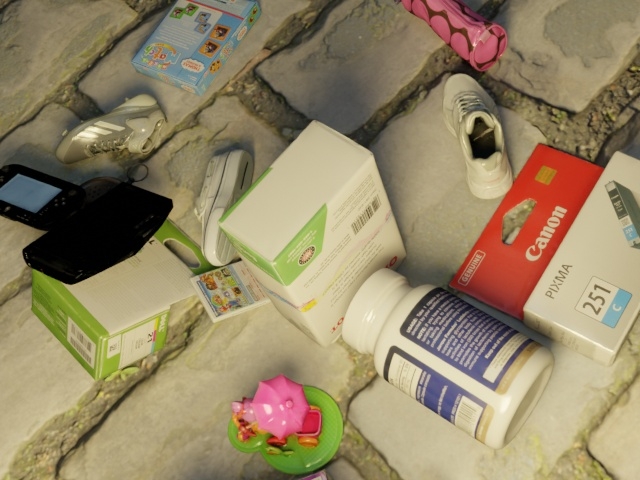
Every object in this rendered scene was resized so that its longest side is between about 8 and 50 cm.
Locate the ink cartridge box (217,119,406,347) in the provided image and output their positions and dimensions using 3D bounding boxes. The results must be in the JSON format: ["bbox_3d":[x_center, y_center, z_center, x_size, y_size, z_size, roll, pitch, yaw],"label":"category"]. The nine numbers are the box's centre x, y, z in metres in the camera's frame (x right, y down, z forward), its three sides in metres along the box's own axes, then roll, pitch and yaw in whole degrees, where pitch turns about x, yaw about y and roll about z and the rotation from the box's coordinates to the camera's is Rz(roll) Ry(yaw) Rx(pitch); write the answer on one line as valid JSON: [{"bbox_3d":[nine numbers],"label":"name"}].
[{"bbox_3d":[0.000,0.000,1.242,0.117,0.278,0.201,34,74,30],"label":"ink cartridge box"}]

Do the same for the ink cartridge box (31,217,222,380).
[{"bbox_3d":[-0.296,0.083,1.382,0.255,0.097,0.189,-24,52,-41],"label":"ink cartridge box"}]

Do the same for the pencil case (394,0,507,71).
[{"bbox_3d":[0.226,-0.384,1.496,0.095,0.098,0.209,-38,61,-8],"label":"pencil case"}]

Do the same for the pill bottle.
[{"bbox_3d":[0.169,0.153,1.190,0.264,0.153,0.153,31,73,25],"label":"pill bottle"}]

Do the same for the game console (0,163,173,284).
[{"bbox_3d":[-0.423,-0.043,1.388,0.361,0.044,0.213,18,42,29],"label":"game console"}]

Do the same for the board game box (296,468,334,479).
[{"bbox_3d":[-0.089,0.421,1.113,0.275,0.144,0.142,-21,60,2],"label":"board game box"}]

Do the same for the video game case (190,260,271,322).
[{"bbox_3d":[-0.130,0.074,1.358,0.122,0.011,0.087,-18,57,-25],"label":"video game case"}]

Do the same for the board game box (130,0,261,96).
[{"bbox_3d":[-0.234,-0.382,1.638,0.160,0.039,0.211,24,70,24],"label":"board game box"}]

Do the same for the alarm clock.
[{"bbox_3d":[-0.361,-0.061,1.486,0.129,0.064,0.192,28,69,25],"label":"alarm clock"}]

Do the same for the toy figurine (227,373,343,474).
[{"bbox_3d":[-0.068,0.238,1.197,0.173,0.159,0.130,-1,62,14],"label":"toy figurine"}]

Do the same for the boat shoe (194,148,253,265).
[{"bbox_3d":[-0.167,-0.051,1.432,0.075,0.083,0.226,-6,49,22],"label":"boat shoe"}]

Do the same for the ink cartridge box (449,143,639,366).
[{"bbox_3d":[0.371,-0.003,1.277,0.261,0.066,0.296,27,71,23],"label":"ink cartridge box"}]

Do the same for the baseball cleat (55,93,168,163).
[{"bbox_3d":[-0.369,-0.180,1.545,0.206,0.072,0.109,-35,67,-2],"label":"baseball cleat"}]

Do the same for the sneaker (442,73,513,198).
[{"bbox_3d":[0.249,-0.187,1.374,0.090,0.115,0.232,-17,60,4],"label":"sneaker"}]
